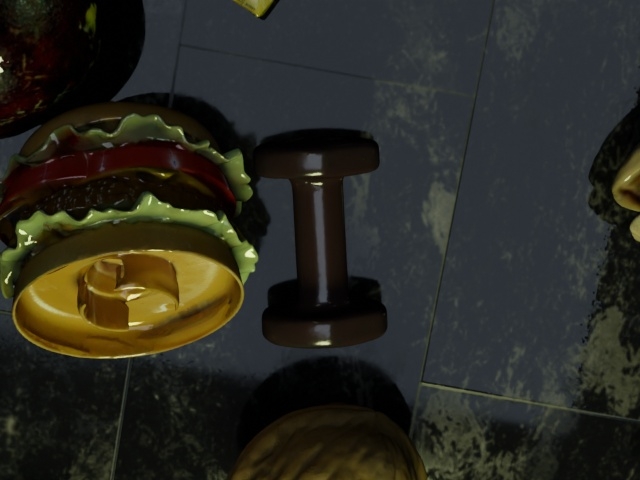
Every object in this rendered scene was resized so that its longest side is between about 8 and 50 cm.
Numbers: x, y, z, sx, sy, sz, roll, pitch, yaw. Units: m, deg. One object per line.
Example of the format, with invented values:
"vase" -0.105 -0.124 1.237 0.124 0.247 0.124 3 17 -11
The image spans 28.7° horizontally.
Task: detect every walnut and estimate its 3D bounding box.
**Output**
"walnut" 0.008 0.278 1.346 0.227 0.228 0.228 0 98 0

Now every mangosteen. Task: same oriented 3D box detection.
"mangosteen" -0.357 -0.227 1.240 0.287 0.288 0.288 0 98 0

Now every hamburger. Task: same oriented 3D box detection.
"hamburger" -0.203 -0.023 1.287 0.274 0.274 0.212 -10 62 2

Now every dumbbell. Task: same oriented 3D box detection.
"dumbbell" 0.000 0.000 1.346 0.140 0.124 0.226 -7 99 -33

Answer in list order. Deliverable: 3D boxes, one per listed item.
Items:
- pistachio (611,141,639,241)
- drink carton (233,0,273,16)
"pistachio" 0.469 -0.082 1.316 0.317 0.214 0.194 -19 54 12
"drink carton" -0.042 -0.339 1.328 0.084 0.074 0.200 32 96 -5
